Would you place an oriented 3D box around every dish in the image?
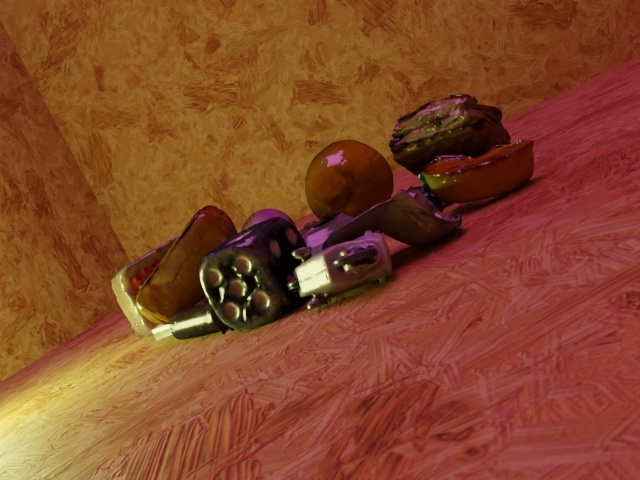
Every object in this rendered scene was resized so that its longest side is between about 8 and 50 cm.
[{"bbox_3d":[0.000,0.000,1.745,0.316,0.106,0.316,-27,6,3],"label":"dish"}]

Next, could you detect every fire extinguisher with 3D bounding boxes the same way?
[{"bbox_3d":[-0.258,0.185,1.485,0.267,0.072,0.089,-20,41,48],"label":"fire extinguisher"}]

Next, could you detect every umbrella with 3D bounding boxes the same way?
[{"bbox_3d":[0.223,-0.078,1.507,0.094,0.090,0.326,-24,8,5],"label":"umbrella"}]

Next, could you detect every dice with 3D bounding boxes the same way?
[{"bbox_3d":[-0.127,0.068,1.355,0.181,0.183,0.182,-21,9,30],"label":"dice"}]

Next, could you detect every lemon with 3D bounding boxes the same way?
[{"bbox_3d":[0.089,-0.175,2.059,0.297,0.297,0.297,-26,6,3],"label":"lemon"}]

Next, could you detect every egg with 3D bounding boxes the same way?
[{"bbox_3d":[-0.160,-0.006,2.082,0.196,0.196,0.271,-28,9,-12],"label":"egg"}]

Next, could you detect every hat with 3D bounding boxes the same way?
[{"bbox_3d":[0.141,-0.012,1.268,0.244,0.149,0.214,-44,-8,16],"label":"hat"}]

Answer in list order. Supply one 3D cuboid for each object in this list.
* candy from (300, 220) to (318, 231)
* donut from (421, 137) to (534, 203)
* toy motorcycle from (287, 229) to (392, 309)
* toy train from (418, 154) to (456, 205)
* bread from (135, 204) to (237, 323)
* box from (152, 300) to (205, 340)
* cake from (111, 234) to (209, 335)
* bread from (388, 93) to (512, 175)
[{"bbox_3d":[-0.015,-0.014,2.037,0.096,0.097,0.209,-27,0,1],"label":"candy"},{"bbox_3d":[0.322,-0.141,1.412,0.258,0.101,0.152,-3,21,41],"label":"donut"},{"bbox_3d":[0.049,0.050,1.192,0.170,0.110,0.260,-10,-11,-30],"label":"toy motorcycle"},{"bbox_3d":[0.327,-0.155,1.669,0.071,0.105,0.178,-27,3,44],"label":"toy train"},{"bbox_3d":[-0.341,0.074,1.748,0.337,0.148,0.328,-54,6,-8],"label":"bread"},{"bbox_3d":[-0.397,0.226,1.852,0.083,0.040,0.154,-20,10,31],"label":"box"},{"bbox_3d":[-0.477,0.140,2.036,0.308,0.237,0.230,-33,5,-28],"label":"cake"},{"bbox_3d":[0.359,-0.287,1.784,0.277,0.167,0.324,-21,-26,37],"label":"bread"}]
